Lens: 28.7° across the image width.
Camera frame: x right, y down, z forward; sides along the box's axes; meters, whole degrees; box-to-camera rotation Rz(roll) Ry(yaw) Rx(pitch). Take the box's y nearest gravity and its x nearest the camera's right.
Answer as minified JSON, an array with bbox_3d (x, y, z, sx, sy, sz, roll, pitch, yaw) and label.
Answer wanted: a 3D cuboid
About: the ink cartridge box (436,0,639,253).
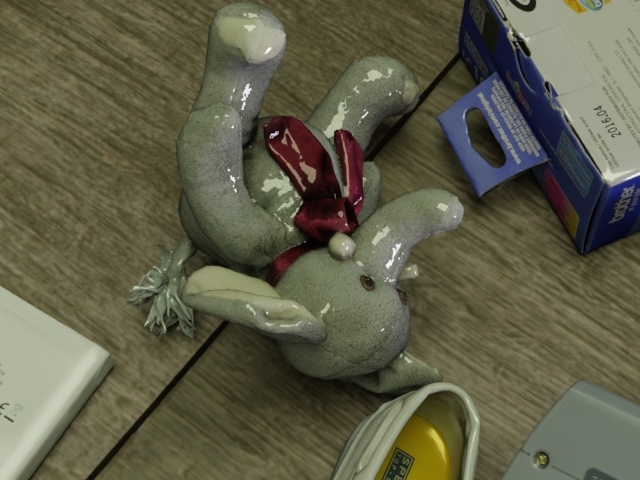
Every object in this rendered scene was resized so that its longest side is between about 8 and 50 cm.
[{"bbox_3d":[0.310,-0.169,1.182,0.395,0.151,0.270,-21,64,-10],"label":"ink cartridge box"}]

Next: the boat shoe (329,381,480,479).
[{"bbox_3d":[0.050,0.260,0.934,0.136,0.156,0.367,30,54,-5],"label":"boat shoe"}]

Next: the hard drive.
[{"bbox_3d":[-0.354,0.177,1.094,0.203,0.040,0.307,29,68,15],"label":"hard drive"}]

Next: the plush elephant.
[{"bbox_3d":[0.000,0.000,1.055,0.255,0.272,0.330,38,99,32],"label":"plush elephant"}]

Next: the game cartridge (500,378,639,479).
[{"bbox_3d":[0.205,0.263,0.921,0.198,0.062,0.297,27,108,31],"label":"game cartridge"}]
